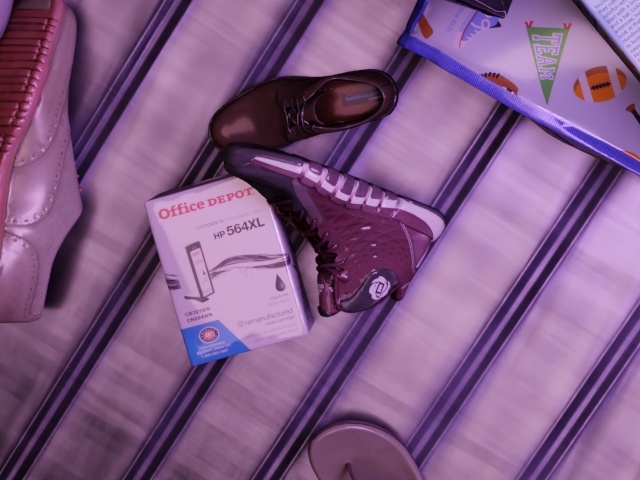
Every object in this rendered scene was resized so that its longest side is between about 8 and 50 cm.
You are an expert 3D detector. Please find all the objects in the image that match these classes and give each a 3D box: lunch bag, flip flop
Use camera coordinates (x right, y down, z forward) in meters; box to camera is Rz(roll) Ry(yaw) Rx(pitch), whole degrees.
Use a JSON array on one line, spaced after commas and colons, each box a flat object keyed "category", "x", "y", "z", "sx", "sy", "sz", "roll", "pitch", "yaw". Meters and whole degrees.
[{"category": "lunch bag", "x": 0.318, "y": -0.263, "z": 1.613, "sx": 0.385, "sy": 0.239, "sz": 0.328, "roll": 27, "pitch": 99, "yaw": -6}, {"category": "flip flop", "x": 0.085, "y": 0.335, "z": 1.777, "sx": 0.112, "sy": 0.080, "sz": 0.277, "roll": -29, "pitch": 93, "yaw": 8}]

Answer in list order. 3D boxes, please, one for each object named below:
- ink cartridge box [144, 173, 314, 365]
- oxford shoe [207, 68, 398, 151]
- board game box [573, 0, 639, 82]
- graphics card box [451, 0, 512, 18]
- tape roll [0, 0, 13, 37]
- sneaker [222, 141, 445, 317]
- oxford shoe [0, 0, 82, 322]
[{"category": "ink cartridge box", "x": -0.107, "y": 0.027, "z": 1.758, "sx": 0.148, "sy": 0.086, "sz": 0.203, "roll": -16, "pitch": 95, "yaw": 6}, {"category": "oxford shoe", "x": -0.026, "y": -0.152, "z": 1.726, "sx": 0.227, "sy": 0.096, "sz": 0.083, "roll": -16, "pitch": 96, "yaw": 9}, {"category": "board game box", "x": 0.346, "y": -0.217, "z": 1.429, "sx": 0.144, "sy": 0.142, "sz": 0.275, "roll": -39, "pitch": 91, "yaw": 11}, {"category": "graphics card box", "x": 0.099, "y": -0.384, "z": 1.568, "sx": 0.094, "sy": 0.371, "sz": 0.233, "roll": 16, "pitch": 98, "yaw": -33}, {"category": "tape roll", "x": -0.453, "y": -0.323, "z": 1.655, "sx": 0.246, "sy": 0.169, "sz": 0.246, "roll": 7, "pitch": 65, "yaw": -16}, {"category": "sneaker", "x": 0.000, "y": 0.000, "z": 1.687, "sx": 0.281, "sy": 0.106, "sz": 0.162, "roll": 20, "pitch": 92, "yaw": -23}, {"category": "oxford shoe", "x": -0.349, "y": -0.095, "z": 1.764, "sx": 0.140, "sy": 0.146, "sz": 0.397, "roll": 13, "pitch": 85, "yaw": 45}]
